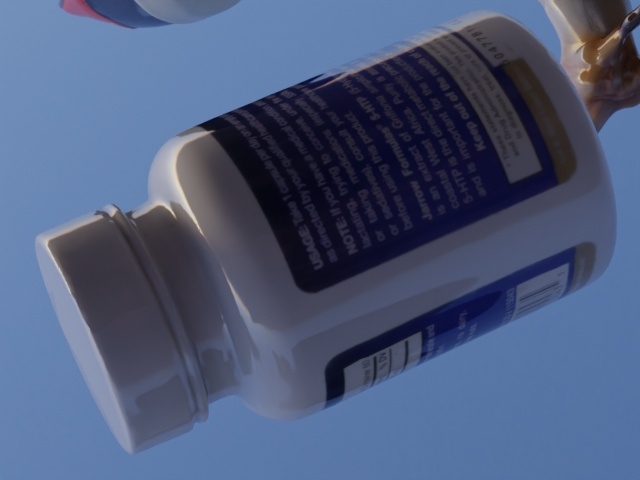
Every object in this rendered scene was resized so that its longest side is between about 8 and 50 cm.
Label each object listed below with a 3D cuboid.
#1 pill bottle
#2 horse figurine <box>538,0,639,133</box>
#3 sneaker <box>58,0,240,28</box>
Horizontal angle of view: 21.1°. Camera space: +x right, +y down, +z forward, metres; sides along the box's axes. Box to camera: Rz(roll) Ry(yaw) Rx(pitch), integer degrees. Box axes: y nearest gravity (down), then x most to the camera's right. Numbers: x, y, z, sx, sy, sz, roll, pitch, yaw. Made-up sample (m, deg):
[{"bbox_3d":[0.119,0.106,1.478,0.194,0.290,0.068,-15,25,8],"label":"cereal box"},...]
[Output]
[{"bbox_3d":[0.000,0.000,0.614,0.186,0.112,0.112,-23,-128,-14],"label":"pill bottle"},{"bbox_3d":[0.193,-0.173,1.187,0.066,0.174,0.263,-5,-106,-24],"label":"horse figurine"},{"bbox_3d":[-0.142,-0.288,0.972,0.131,0.350,0.148,-14,-174,-41],"label":"sneaker"}]
